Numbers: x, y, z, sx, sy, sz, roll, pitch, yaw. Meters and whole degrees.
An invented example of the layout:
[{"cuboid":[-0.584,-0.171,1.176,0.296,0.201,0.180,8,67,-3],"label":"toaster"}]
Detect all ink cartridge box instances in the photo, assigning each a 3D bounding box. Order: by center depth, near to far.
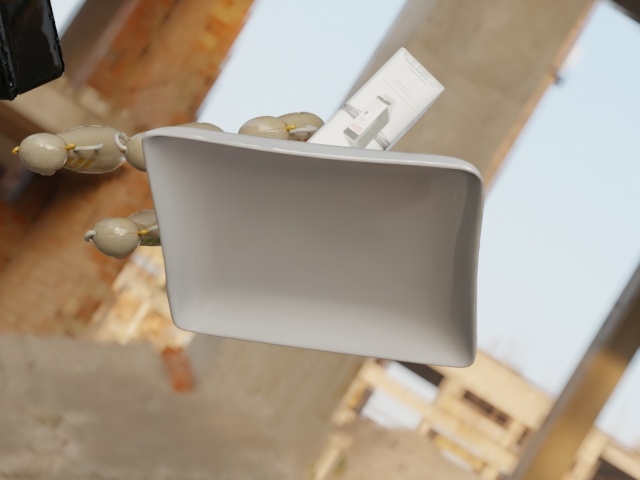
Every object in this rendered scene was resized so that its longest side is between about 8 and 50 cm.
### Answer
[{"cuboid":[0.040,-0.100,1.706,0.056,0.135,0.099,44,-12,1],"label":"ink cartridge box"}]

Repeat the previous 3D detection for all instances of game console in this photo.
[{"cuboid":[-0.353,-0.223,2.077,0.107,0.071,0.122,4,-57,19],"label":"game console"}]

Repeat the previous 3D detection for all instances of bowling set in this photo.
[{"cuboid":[-0.130,-0.021,1.771,0.287,0.200,0.154,-6,3,24],"label":"bowling set"}]

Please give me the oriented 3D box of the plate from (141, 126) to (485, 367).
[{"cuboid":[0.000,0.000,1.590,0.278,0.045,0.277,7,-38,8],"label":"plate"}]
